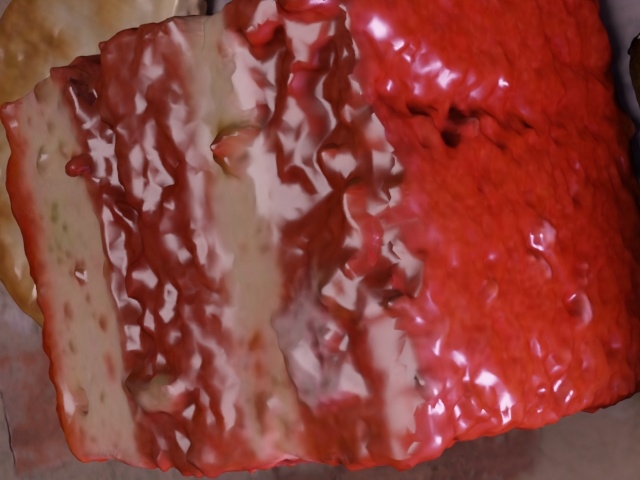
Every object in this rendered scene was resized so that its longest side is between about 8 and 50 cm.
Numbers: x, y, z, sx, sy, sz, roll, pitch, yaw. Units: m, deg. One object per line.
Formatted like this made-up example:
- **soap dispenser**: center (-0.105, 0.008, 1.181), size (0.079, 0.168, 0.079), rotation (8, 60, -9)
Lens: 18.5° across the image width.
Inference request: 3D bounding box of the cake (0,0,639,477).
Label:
- **cake**: center (0.000, 0.000, 1.182), size (0.319, 0.270, 0.269), rotation (-13, 86, 40)

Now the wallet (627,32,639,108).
- **wallet**: center (0.290, -0.118, 1.092), size (0.255, 0.031, 0.137), rotation (-28, 71, 33)

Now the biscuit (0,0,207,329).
- **biscuit**: center (-0.180, -0.078, 1.458), size (0.205, 0.040, 0.309), rotation (21, 106, 35)
